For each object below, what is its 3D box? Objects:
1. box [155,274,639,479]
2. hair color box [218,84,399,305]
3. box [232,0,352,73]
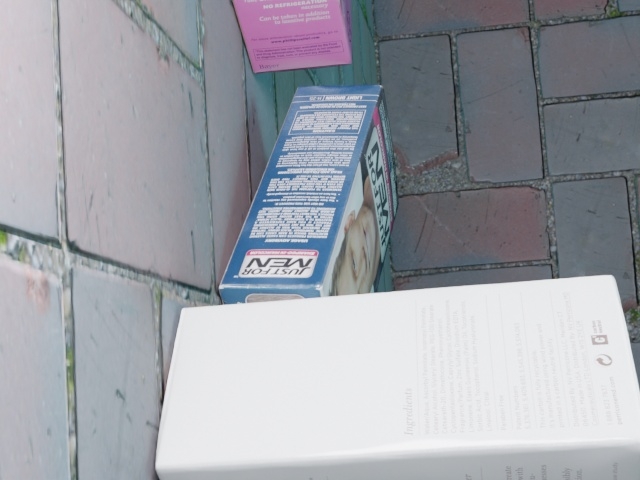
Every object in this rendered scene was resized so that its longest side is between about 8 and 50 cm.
[{"bbox_3d":[0.068,0.170,0.988,0.168,0.345,0.215,-87,170,-48],"label":"box"},{"bbox_3d":[0.000,0.000,1.319,0.347,0.105,0.174,-72,157,-48],"label":"hair color box"},{"bbox_3d":[-0.037,-0.345,1.377,0.243,0.117,0.214,74,14,-55],"label":"box"}]
